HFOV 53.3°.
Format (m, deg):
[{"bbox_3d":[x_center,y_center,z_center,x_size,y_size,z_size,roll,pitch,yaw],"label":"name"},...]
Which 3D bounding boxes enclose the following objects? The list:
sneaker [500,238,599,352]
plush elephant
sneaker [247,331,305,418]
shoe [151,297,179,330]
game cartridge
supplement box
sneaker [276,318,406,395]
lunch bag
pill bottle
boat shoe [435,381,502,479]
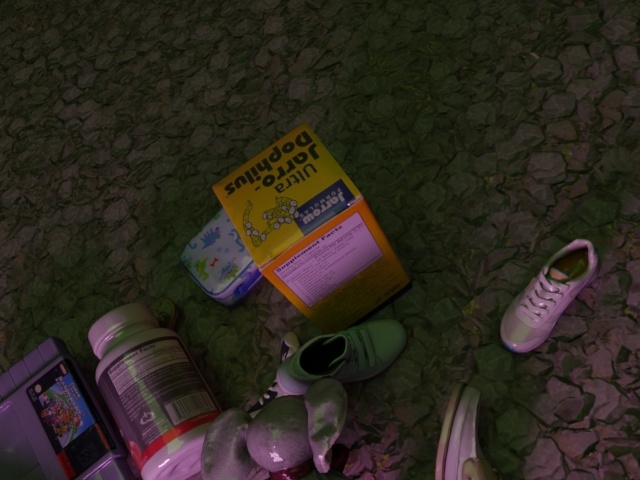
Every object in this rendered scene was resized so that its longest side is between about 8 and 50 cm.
[{"bbox_3d":[0.384,0.090,1.084,0.087,0.092,0.229,37,83,31],"label":"sneaker"},{"bbox_3d":[-0.026,0.346,0.963,0.271,0.330,0.256,-12,74,24],"label":"plush elephant"},{"bbox_3d":[-0.090,0.290,1.166,0.153,0.094,0.235,-13,70,6],"label":"sneaker"},{"bbox_3d":[-0.360,0.226,1.338,0.076,0.058,0.219,27,79,7],"label":"shoe"},{"bbox_3d":[-0.524,0.385,1.231,0.230,0.068,0.355,-41,65,2],"label":"game cartridge"},{"bbox_3d":[0.000,0.000,1.127,0.194,0.356,0.195,-35,57,1],"label":"supplement box"},{"bbox_3d":[0.059,0.191,1.085,0.255,0.151,0.094,-19,75,-23],"label":"sneaker"},{"bbox_3d":[-0.176,0.023,1.345,0.219,0.090,0.176,-47,56,-6],"label":"lunch bag"},{"bbox_3d":[-0.310,0.277,1.191,0.176,0.176,0.318,-37,64,0],"label":"pill bottle"},{"bbox_3d":[0.233,0.378,0.990,0.103,0.113,0.302,5,77,23],"label":"boat shoe"}]
